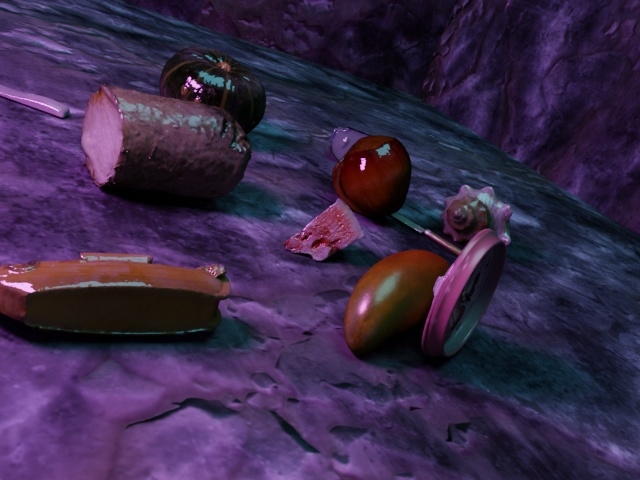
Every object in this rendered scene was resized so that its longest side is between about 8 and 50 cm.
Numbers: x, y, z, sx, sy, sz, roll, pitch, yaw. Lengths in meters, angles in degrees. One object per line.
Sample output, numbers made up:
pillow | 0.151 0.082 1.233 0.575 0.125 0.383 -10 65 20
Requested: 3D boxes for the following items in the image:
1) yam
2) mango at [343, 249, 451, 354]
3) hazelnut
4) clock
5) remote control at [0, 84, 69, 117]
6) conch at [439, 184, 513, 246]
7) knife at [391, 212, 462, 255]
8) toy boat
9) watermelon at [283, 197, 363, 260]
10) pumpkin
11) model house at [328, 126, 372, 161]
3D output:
yam | -0.301 -0.187 1.201 0.300 0.195 0.195 3 30 -37
mango | 0.135 0.096 1.057 0.129 0.146 0.289 36 26 22
hazelnut | 0.142 -0.164 1.586 0.217 0.217 0.251 20 -1 -9
clock | 0.244 0.092 1.041 0.056 0.244 0.244 27 22 29
remote control | -0.667 -0.325 1.371 0.184 0.027 0.050 18 23 -10
conch | 0.468 -0.061 1.709 0.386 0.169 0.203 -3 60 -44
knife | 0.271 -0.027 1.624 0.298 0.017 0.047 35 31 24
toy boat | -0.275 0.065 0.813 0.321 0.089 0.121 5 23 -34
watermelon | 0.018 -0.015 1.250 0.098 0.121 0.158 52 34 10
pumpkin | -0.301 -0.398 1.662 0.300 0.207 0.300 27 31 -18
model house | 0.096 -0.313 1.982 0.148 0.119 0.148 17 13 -12
